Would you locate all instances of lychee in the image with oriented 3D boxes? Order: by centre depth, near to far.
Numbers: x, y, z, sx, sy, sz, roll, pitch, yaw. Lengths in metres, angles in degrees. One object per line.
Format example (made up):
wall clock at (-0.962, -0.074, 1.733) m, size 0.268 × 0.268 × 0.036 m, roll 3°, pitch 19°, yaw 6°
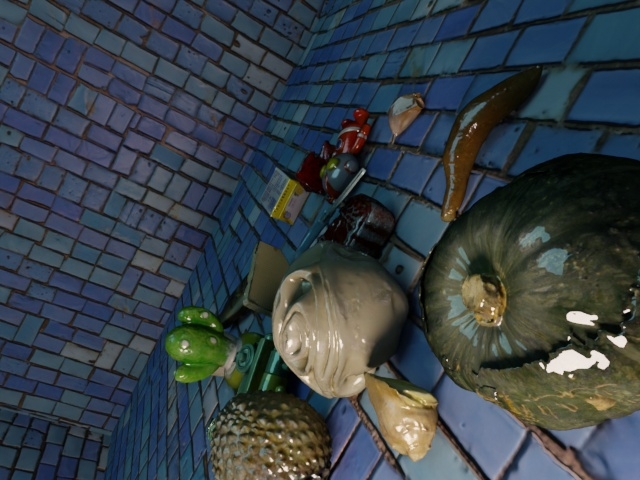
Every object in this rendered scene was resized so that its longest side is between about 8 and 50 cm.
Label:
lychee at (-0.103, 0.440, 1.023) m, size 0.255 × 0.274 × 0.255 m, roll -44°, pitch -3°, yaw -2°

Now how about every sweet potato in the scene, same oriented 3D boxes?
sweet potato at (0.310, -0.205, 0.997) m, size 0.346 × 0.079 × 0.108 m, roll -63°, pitch 34°, yaw 13°

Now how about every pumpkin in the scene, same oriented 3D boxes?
pumpkin at (0.273, 0.065, 0.568) m, size 0.327 × 0.257 × 0.291 m, roll -58°, pitch 35°, yaw 36°

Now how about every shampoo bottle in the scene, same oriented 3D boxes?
shampoo bottle at (-0.302, 0.229, 1.892) m, size 0.350 × 0.084 × 0.125 m, roll -48°, pitch 30°, yaw 37°

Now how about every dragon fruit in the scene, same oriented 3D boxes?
dragon fruit at (-0.012, -0.262, 1.727) m, size 0.092 × 0.122 × 0.192 m, roll 171°, pitch 120°, yaw -81°

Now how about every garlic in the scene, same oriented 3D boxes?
garlic at (0.222, -0.349, 1.351) m, size 0.152 × 0.066 × 0.084 m, roll -45°, pitch 31°, yaw 35°

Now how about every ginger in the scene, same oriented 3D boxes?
ginger at (0.129, 0.294, 0.852) m, size 0.193 × 0.115 × 0.122 m, roll 169°, pitch 108°, yaw -76°

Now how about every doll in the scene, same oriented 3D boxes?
doll at (0.071, -0.256, 1.538) m, size 0.200 × 0.105 × 0.336 m, roll -26°, pitch 43°, yaw 57°

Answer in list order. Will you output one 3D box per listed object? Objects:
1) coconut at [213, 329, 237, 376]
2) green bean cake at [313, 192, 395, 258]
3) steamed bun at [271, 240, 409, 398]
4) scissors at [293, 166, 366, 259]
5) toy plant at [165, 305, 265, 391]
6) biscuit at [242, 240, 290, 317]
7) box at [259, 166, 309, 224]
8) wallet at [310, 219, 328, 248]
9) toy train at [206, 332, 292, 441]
coconut at (-0.386, 0.397, 1.767) m, size 0.171 × 0.183 × 0.171 m, roll -42°, pitch 33°, yaw 37°
green bean cake at (0.080, -0.007, 1.269) m, size 0.232 × 0.097 × 0.198 m, roll -59°, pitch 23°, yaw 15°
steamed bun at (0.001, 0.156, 1.051) m, size 0.309 × 0.219 × 0.324 m, roll -60°, pitch 40°, yaw 22°
scissors at (0.030, -0.081, 1.315) m, size 0.192 × 0.029 × 0.447 m, roll -56°, pitch 4°, yaw -29°
toy plant at (-0.314, 0.339, 1.487) m, size 0.184 × 0.316 × 0.224 m, roll -32°, pitch 37°, yaw 57°
biscuit at (-0.165, 0.128, 1.602) m, size 0.052 × 0.150 × 0.252 m, roll -42°, pitch 32°, yaw 42°
box at (-0.143, -0.180, 1.943) m, size 0.168 × 0.097 × 0.265 m, roll -62°, pitch 23°, yaw 7°
wallet at (0.000, 0.000, 1.527) m, size 0.095 × 0.033 × 0.190 m, roll -56°, pitch 25°, yaw 16°
toy train at (-0.158, 0.424, 1.302) m, size 0.237 × 0.150 × 0.368 m, roll -9°, pitch 58°, yaw 54°
